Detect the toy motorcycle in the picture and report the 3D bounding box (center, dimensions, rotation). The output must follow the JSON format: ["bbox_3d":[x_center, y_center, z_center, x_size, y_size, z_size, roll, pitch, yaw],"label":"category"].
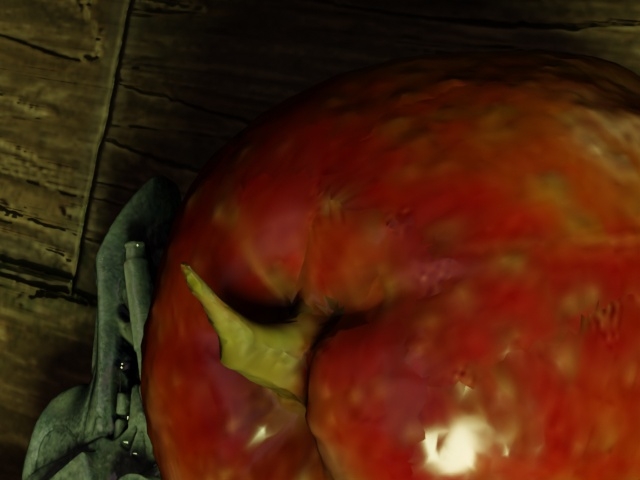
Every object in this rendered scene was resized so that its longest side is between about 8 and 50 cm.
[{"bbox_3d":[-0.101,0.130,0.880,0.173,0.108,0.307,32,105,43],"label":"toy motorcycle"}]

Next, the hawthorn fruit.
[{"bbox_3d":[0.056,0.047,0.660,0.258,0.262,0.258,23,133,26],"label":"hawthorn fruit"}]
